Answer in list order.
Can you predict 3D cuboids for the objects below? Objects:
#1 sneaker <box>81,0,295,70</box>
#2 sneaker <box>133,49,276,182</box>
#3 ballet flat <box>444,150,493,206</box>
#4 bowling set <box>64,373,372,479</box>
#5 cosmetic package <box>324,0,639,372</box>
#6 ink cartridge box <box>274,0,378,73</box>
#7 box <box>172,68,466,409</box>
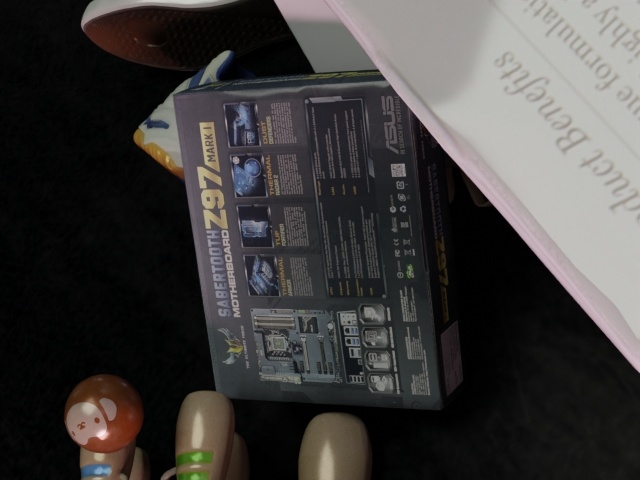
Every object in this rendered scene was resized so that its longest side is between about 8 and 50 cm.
[{"bbox_3d":[-0.090,-0.242,1.216,0.290,0.106,0.123,-5,58,26],"label":"sneaker"},{"bbox_3d":[-0.043,-0.074,1.065,0.131,0.112,0.296,-50,47,-2],"label":"sneaker"},{"bbox_3d":[0.100,-0.056,0.968,0.213,0.072,0.068,-7,91,40],"label":"ballet flat"},{"bbox_3d":[-0.122,0.194,0.920,0.287,0.200,0.154,-17,59,37],"label":"bowling set"},{"bbox_3d":[0.252,-0.151,0.661,0.393,0.327,0.329,-43,60,13],"label":"cosmetic package"},{"bbox_3d":[0.075,-0.185,0.956,0.086,0.148,0.203,-5,38,41],"label":"ink cartridge box"},{"bbox_3d":[0.000,0.000,0.908,0.183,0.059,0.233,-1,104,26],"label":"box"}]
